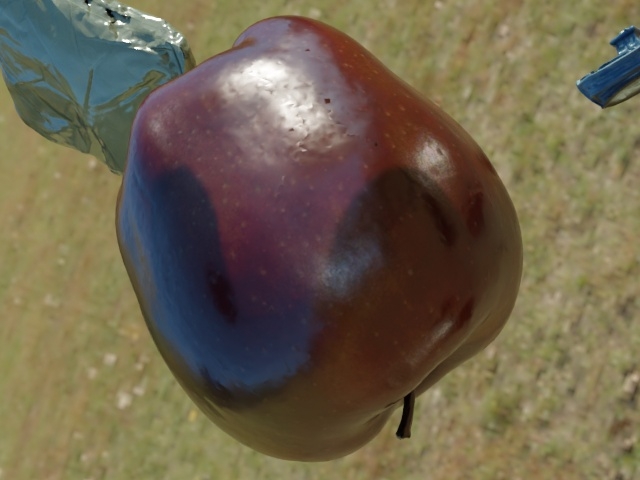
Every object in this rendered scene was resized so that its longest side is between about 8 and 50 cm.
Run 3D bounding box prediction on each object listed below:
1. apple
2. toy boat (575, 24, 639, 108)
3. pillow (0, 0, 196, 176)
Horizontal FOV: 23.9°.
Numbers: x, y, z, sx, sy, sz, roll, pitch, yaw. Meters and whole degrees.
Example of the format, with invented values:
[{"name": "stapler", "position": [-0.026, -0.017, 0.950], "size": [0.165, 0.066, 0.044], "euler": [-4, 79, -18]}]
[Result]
[{"name": "apple", "position": [0.000, 0.000, 1.126], "size": [0.317, 0.288, 0.288], "euler": [52, 133, 20]}, {"name": "toy boat", "position": [0.332, -0.192, 1.601], "size": [0.137, 0.060, 0.061], "euler": [-36, 63, 27]}, {"name": "pillow", "position": [-0.225, -0.148, 1.509], "size": [0.076, 0.280, 0.274], "euler": [-52, -23, -27]}]
